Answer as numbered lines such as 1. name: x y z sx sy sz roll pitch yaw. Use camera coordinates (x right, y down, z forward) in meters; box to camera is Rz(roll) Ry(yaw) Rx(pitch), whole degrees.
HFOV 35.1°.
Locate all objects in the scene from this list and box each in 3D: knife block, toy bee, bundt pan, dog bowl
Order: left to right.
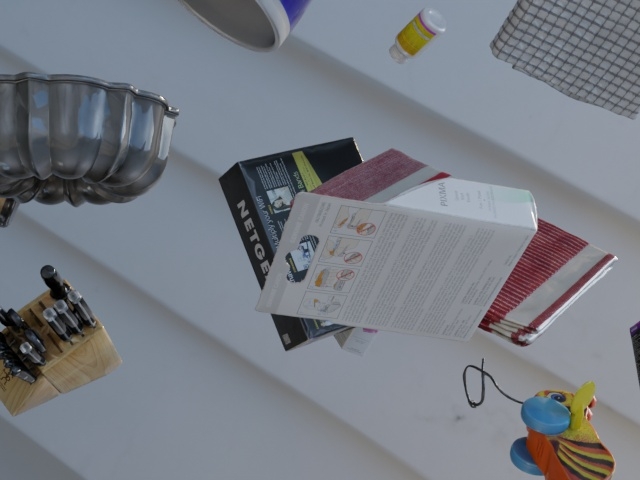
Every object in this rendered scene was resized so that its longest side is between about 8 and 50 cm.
1. bundt pan: -0.364 -0.125 1.410 0.331 0.330 0.124 33 57 -73
2. knife block: -0.324 0.110 1.313 0.242 0.088 0.275 -47 166 29
3. dog bowl: -0.143 -0.422 1.598 0.104 0.265 0.265 -54 162 -13
4. toy bee: 0.355 0.265 1.477 0.162 0.298 0.195 -4 140 -21

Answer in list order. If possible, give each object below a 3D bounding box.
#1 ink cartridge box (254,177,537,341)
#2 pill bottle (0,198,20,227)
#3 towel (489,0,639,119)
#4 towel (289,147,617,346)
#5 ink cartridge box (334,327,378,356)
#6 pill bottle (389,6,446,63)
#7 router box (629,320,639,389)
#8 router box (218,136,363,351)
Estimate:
1. ink cartridge box: 0.066 0.013 0.955 0.181 0.224 0.056 112 -16 -46
2. pill bottle: -0.616 -0.117 1.731 0.123 0.219 0.123 -61 -166 25
3. towel: 0.450 -0.355 1.666 0.121 0.283 0.235 -73 -173 -46
4. towel: 0.155 -0.003 1.194 0.237 0.329 0.037 -30 141 -47
5. ink cartridge box: 0.073 0.132 1.827 0.052 0.088 0.122 23 106 -28
6. pill bottle: 0.132 -0.280 1.397 0.083 0.043 0.043 -40 178 40
7. router box: 0.561 0.184 1.502 0.046 0.178 0.133 104 -15 -68
8. router box: 0.000 0.000 1.667 0.243 0.309 0.081 -15 169 -36
